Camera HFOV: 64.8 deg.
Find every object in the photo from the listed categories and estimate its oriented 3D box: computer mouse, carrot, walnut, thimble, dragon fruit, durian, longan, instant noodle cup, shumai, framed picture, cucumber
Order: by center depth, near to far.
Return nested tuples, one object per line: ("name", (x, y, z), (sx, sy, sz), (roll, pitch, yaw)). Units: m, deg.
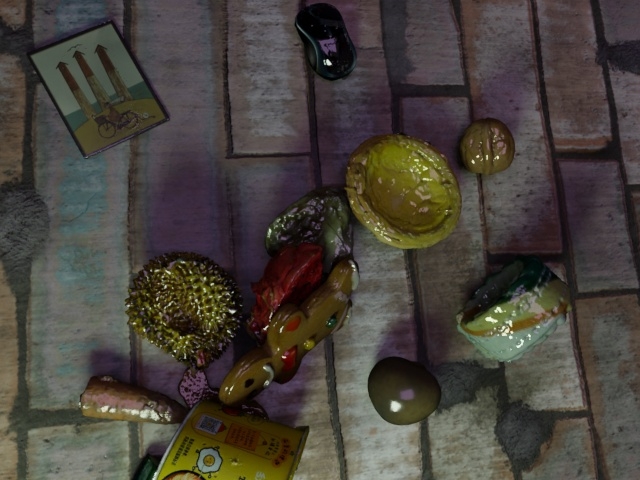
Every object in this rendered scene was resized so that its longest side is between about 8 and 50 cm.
("instant noodle cup", (-0.199, 0.508, 1.082), (0.254, 0.325, 0.326), (23, 77, 5))
("cucumber", (-0.391, 0.586, 1.191), (0.116, 0.062, 0.115), (28, 80, -4))
("carrot", (-0.427, 0.392, 1.193), (0.263, 0.102, 0.102), (14, 78, -5))
("durian", (-0.313, 0.161, 1.197), (0.293, 0.258, 0.258), (46, 75, -13))
("dragon fruit", (-0.113, 0.139, 1.207), (0.152, 0.317, 0.205), (31, 49, 23))
("longan", (0.210, 0.384, 1.288), (0.189, 0.189, 0.189), (2, 80, -11))
("shumai", (-0.001, -0.002, 1.299), (0.256, 0.189, 0.218), (-36, 87, -9))
("thimble", (0.506, 0.181, 1.335), (0.167, 0.254, 0.288), (46, 102, 2))
("framed picture", (-0.590, -0.407, 1.344), (0.244, 0.013, 0.324), (-30, 88, -15))
("computer mouse", (0.016, -0.577, 1.445), (0.137, 0.096, 0.233), (-29, 88, -14))
("walnut", (0.481, -0.272, 1.463), (0.166, 0.149, 0.167), (3, 100, 17))

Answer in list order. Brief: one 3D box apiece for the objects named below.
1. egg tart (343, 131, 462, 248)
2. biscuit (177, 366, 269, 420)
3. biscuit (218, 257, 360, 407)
("egg tart", (0.213, -0.130, 1.377), (0.345, 0.132, 0.345), (4, 76, -19))
("biscuit", (-0.239, 0.450, 1.250), (0.183, 0.047, 0.320), (-43, 91, -16))
("biscuit", (-0.053, 0.240, 1.177), (0.064, 0.283, 0.432), (34, 51, 26))
